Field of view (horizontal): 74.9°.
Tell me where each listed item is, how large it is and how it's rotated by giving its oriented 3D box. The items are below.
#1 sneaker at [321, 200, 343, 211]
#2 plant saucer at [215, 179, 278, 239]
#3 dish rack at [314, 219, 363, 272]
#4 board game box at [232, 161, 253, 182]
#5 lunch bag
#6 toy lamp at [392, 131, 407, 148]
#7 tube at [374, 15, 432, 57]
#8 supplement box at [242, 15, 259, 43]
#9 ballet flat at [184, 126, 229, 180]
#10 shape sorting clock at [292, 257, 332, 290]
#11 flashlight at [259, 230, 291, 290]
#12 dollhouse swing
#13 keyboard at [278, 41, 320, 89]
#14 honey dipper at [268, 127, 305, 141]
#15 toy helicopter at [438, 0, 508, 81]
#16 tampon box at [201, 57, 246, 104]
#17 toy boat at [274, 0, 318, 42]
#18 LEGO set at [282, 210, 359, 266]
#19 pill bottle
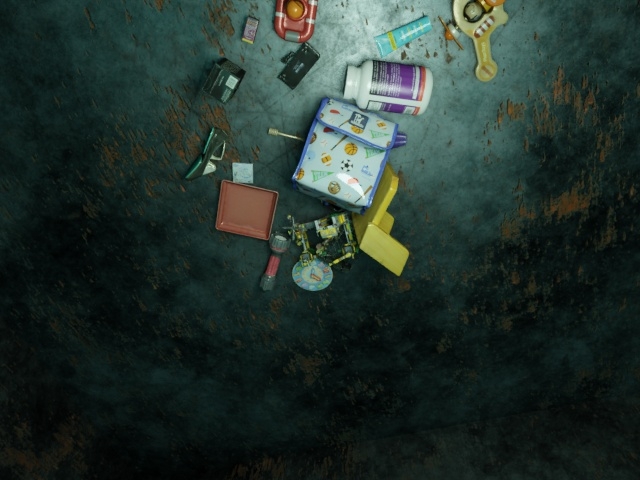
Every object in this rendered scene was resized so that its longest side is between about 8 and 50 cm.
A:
[{"bbox_3d":[0.041,-0.251,1.806,0.128,0.182,0.315,-22,117,11],"label":"sneaker"},{"bbox_3d":[-0.343,-0.146,1.947,0.259,0.047,0.259,12,120,-6],"label":"plant saucer"},{"bbox_3d":[0.118,0.023,2.027,0.208,0.074,0.271,27,115,-15],"label":"dish rack"},{"bbox_3d":[-0.347,-0.304,1.873,0.090,0.020,0.090,4,120,-1],"label":"board game box"},{"bbox_3d":[0.099,-0.341,1.637,0.328,0.239,0.385,22,84,-1],"label":"lunch bag"},{"bbox_3d":[0.225,-0.425,1.766,0.275,0.080,0.080,-2,119,2],"label":"toy lamp"},{"bbox_3d":[0.315,-0.779,1.586,0.207,0.052,0.080,-20,106,18],"label":"tube"},{"bbox_3d":[-0.263,-0.794,1.575,0.043,0.055,0.083,17,119,-10],"label":"supplement box"},{"bbox_3d":[-0.484,-0.354,1.808,0.096,0.095,0.280,26,117,-27],"label":"ballet flat"},{"bbox_3d":[-0.041,0.174,2.129,0.206,0.040,0.206,0,119,0],"label":"shape sorting clock"},{"bbox_3d":[-0.231,0.107,2.052,0.103,0.103,0.304,-1,121,-39],"label":"flashlight"},{"bbox_3d":[0.306,-0.109,1.793,0.315,0.346,0.305,35,110,-17],"label":"dollhouse swing"},{"bbox_3d":[-0.095,-0.691,1.635,0.108,0.023,0.180,34,124,-24],"label":"keyboard"},{"bbox_3d":[-0.141,-0.450,1.784,0.161,0.030,0.030,12,119,-8],"label":"honey dipper"},{"bbox_3d":[0.572,-0.758,1.543,0.235,0.140,0.355,-17,120,12],"label":"toy helicopter"},{"bbox_3d":[-0.369,-0.617,1.615,0.101,0.161,0.120,30,117,-16],"label":"tampon box"},{"bbox_3d":[-0.088,-0.832,1.495,0.151,0.151,0.231,8,119,-4],"label":"toy boat"},{"bbox_3d":[0.000,0.000,1.884,0.332,0.192,0.254,-2,101,23],"label":"LEGO set"},{"bbox_3d":[0.255,-0.592,1.611,0.323,0.181,0.181,7,119,-3],"label":"pill bottle"}]
